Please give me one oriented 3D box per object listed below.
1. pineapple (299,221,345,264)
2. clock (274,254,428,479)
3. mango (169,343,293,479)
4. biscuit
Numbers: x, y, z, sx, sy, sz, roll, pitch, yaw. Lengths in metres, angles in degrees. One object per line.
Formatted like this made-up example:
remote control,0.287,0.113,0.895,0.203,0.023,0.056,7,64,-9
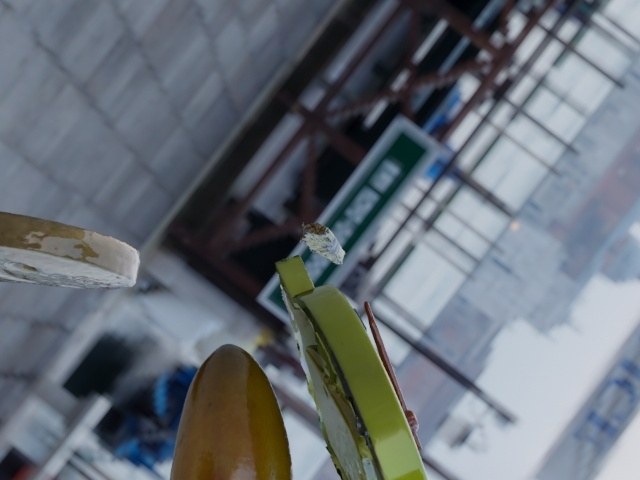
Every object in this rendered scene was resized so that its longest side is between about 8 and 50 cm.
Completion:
pineapple,0.000,0.000,2.011,0.019,0.045,0.083,-66,154,-17
clock,0.049,0.166,1.588,0.071,0.293,0.277,-20,130,-7
mango,-0.079,0.199,1.568,0.145,0.112,0.219,-35,123,-85
biscuit,-0.350,0.009,1.830,0.275,0.355,0.052,34,65,-68
